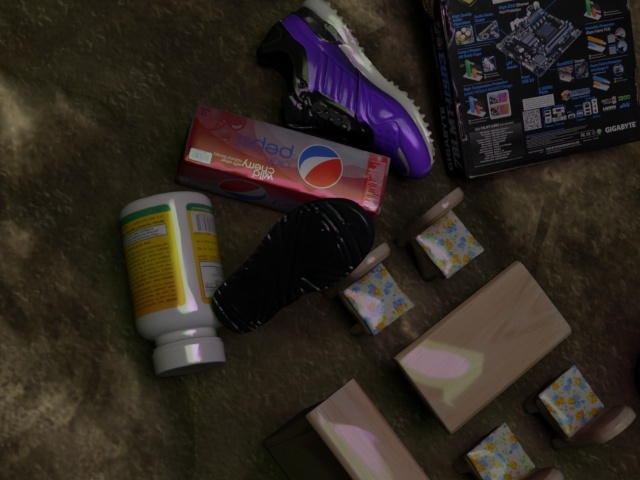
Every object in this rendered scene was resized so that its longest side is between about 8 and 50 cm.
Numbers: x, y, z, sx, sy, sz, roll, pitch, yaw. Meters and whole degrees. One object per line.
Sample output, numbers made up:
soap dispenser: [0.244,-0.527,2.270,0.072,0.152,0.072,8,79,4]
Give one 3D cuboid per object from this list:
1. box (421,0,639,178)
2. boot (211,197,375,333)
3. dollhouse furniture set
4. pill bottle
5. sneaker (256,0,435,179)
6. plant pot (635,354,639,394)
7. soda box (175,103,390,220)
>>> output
box: [0.298,-0.257,1.519,0.295,0.073,0.294,-13,99,-17]
boot: [0.000,0.000,1.293,0.094,0.246,0.207,51,34,-1]
dollhouse furniture set: [0.150,0.172,1.309,0.394,0.256,0.362,-36,87,-21]
pill bottle: [-0.174,0.055,1.326,0.117,0.117,0.209,-8,77,-17]
sneaker: [0.023,-0.177,1.462,0.146,0.102,0.293,-37,82,-17]
plant pot: [0.518,0.164,1.426,0.215,0.230,0.216,4,74,-15]
soda box: [-0.049,-0.091,1.414,0.263,0.092,0.084,15,70,-10]
